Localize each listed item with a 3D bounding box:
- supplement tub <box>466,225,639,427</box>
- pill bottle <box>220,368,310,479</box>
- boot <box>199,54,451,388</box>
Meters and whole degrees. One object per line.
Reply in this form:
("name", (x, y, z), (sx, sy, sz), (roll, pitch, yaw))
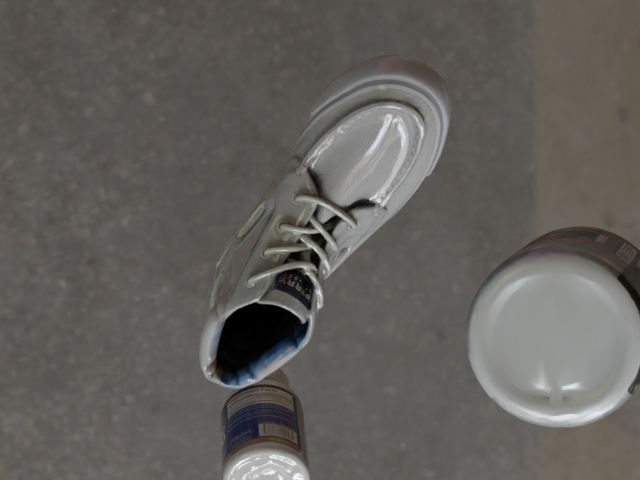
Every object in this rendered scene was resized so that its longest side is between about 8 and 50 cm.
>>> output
("supplement tub", (0.299, 0.092, 1.868), (0.338, 0.207, 0.207), (-18, 96, -74))
("pill bottle", (-0.045, 0.151, 1.228), (0.067, 0.067, 0.120), (51, 16, -28))
("boot", (0.000, 0.000, 1.037), (0.095, 0.258, 0.123), (25, 44, -12))
